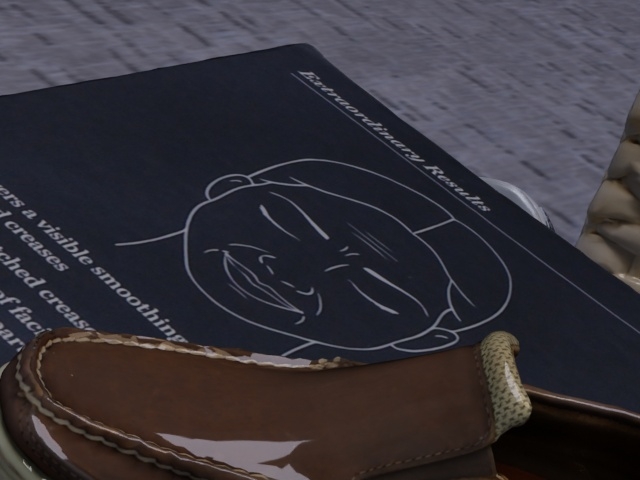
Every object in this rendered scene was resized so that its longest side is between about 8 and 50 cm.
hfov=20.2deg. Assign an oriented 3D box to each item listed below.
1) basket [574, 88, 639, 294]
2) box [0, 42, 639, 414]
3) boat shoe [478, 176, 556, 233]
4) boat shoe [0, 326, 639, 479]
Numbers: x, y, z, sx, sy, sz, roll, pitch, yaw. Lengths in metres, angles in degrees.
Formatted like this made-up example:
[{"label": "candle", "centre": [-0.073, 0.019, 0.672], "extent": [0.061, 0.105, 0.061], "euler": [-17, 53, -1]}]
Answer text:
[{"label": "basket", "centre": [0.333, 0.015, 1.089], "extent": [0.331, 0.328, 0.266], "euler": [30, 29, 21]}, {"label": "box", "centre": [-0.054, 0.097, 0.740], "extent": [0.293, 0.212, 0.395], "euler": [38, 30, 23]}, {"label": "boat shoe", "centre": [0.001, -0.004, 1.127], "extent": [0.306, 0.113, 0.105], "euler": [1, -10, 16]}, {"label": "boat shoe", "centre": [0.031, 0.062, 0.539], "extent": [0.257, 0.095, 0.095], "euler": [17, 29, -17]}]
